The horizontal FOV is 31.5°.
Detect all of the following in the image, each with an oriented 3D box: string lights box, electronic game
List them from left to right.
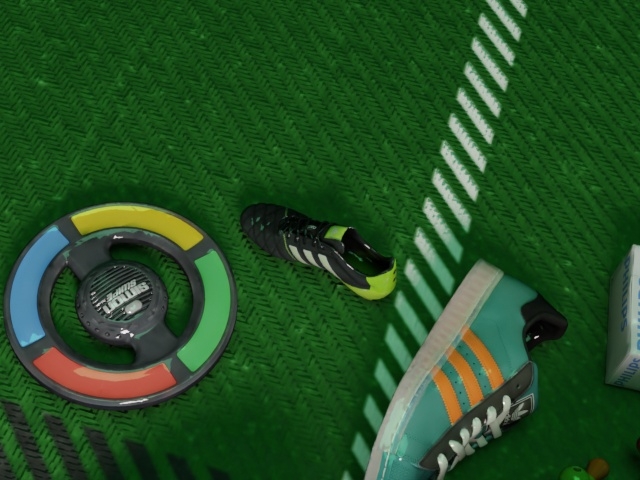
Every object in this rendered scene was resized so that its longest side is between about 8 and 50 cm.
[{"bbox_3d":[-0.196,0.060,1.123,0.229,0.048,0.229,4,58,-6],"label":"electronic game"},{"bbox_3d":[0.432,0.102,1.164,0.259,0.077,0.133,13,58,0],"label":"string lights box"}]

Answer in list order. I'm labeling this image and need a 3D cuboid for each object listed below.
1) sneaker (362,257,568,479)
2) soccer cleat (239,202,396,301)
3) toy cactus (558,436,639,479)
[{"bbox_3d":[0.141,0.151,1.078,0.121,0.108,0.302,26,58,13],"label":"sneaker"},{"bbox_3d":[0.000,0.000,1.170,0.179,0.072,0.060,27,59,9],"label":"soccer cleat"},{"bbox_3d":[0.277,0.280,1.020,0.219,0.112,0.180,-21,83,-48],"label":"toy cactus"}]
